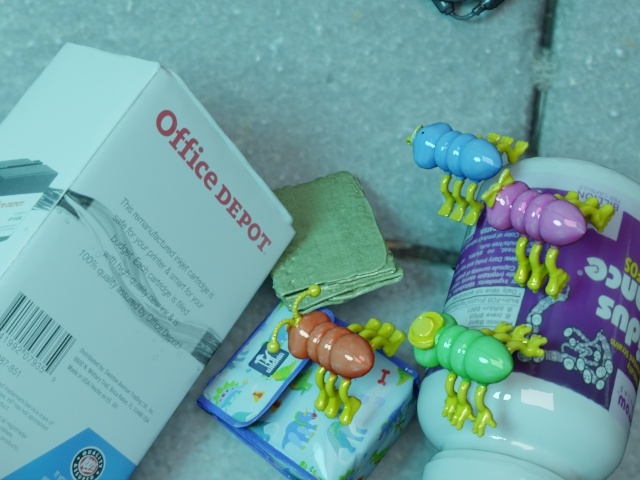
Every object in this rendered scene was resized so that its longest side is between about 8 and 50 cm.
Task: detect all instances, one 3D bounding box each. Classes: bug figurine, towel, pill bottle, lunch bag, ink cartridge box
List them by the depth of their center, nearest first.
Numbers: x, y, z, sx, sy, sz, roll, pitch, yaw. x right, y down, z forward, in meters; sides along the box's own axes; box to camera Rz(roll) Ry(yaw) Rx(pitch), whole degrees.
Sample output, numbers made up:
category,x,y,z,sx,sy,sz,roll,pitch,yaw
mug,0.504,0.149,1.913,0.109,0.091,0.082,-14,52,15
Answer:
category,x,y,z,sx,sy,sz,roll,pitch,yaw
bug figurine,0.093,0.018,0.959,0.216,0.072,0.279,18,69,44
ink cartridge box,-0.188,0.037,0.968,0.129,0.223,0.307,19,67,40
pill bottle,0.175,0.097,1.013,0.169,0.169,0.301,19,64,-1
lunch bag,-0.009,0.129,1.047,0.151,0.096,0.129,34,73,23
towel,0.000,0.000,1.084,0.110,0.027,0.148,-15,46,-9

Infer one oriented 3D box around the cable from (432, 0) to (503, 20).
category,x,y,z,sx,sy,sz,roll,pitch,yaw
cable,0.150,-0.305,1.217,0.150,0.047,0.184,43,76,11
